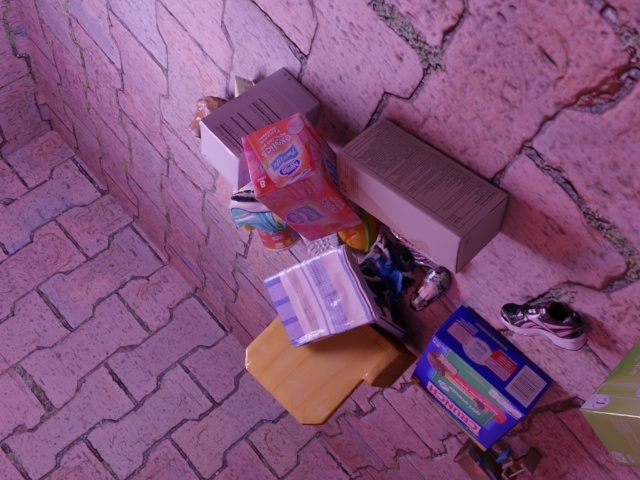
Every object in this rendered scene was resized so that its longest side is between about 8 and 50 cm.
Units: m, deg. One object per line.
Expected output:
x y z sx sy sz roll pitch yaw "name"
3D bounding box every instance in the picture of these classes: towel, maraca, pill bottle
-0.002 0.145 1.678 0.285 0.034 0.209 -24 92 34 "towel"
0.080 -0.053 1.625 0.127 0.099 0.186 93 156 -44 "maraca"
-0.141 -0.082 1.942 0.121 0.121 0.216 26 147 44 "pill bottle"

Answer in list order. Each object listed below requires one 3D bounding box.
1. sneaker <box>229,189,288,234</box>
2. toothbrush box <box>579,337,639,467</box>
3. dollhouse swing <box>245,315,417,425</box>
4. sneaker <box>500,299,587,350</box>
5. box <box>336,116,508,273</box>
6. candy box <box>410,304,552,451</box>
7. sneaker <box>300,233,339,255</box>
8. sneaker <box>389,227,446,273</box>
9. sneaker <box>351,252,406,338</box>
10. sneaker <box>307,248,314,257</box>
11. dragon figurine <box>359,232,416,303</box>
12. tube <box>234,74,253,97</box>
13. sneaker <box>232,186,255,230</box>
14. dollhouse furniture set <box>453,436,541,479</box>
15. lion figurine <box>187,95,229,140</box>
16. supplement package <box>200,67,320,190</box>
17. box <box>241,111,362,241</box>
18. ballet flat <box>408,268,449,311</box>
-0.111 -0.072 1.819 0.275 0.107 0.110 6 121 15 "sneaker"
0.579 0.245 1.016 0.122 0.206 0.283 55 157 -8 "toothbrush box"
0.021 0.321 1.870 0.347 0.305 0.315 39 -177 24 "dollhouse swing"
0.439 0.146 1.321 0.178 0.072 0.077 14 126 43 "sneaker"
0.190 -0.092 1.305 0.311 0.148 0.121 39 155 28 "box"
0.373 0.341 1.634 0.268 0.122 0.317 42 156 19 "candy box"
0.000 0.000 1.826 0.235 0.090 0.095 57 173 52 "sneaker"
0.222 0.019 1.508 0.170 0.063 0.075 35 146 23 "sneaker"
0.145 0.148 1.785 0.321 0.127 0.126 38 173 -37 "sneaker"
0.003 0.052 1.972 0.070 0.051 0.134 39 157 22 "sneaker"
0.179 0.063 1.599 0.144 0.085 0.289 36 160 5 "dragon figurine"
-0.178 -0.279 1.650 0.070 0.062 0.240 -176 81 -69 "tube"
-0.222 -0.094 2.126 0.094 0.081 0.208 35 152 27 "sneaker"
0.483 0.571 1.809 0.129 0.129 0.184 48 132 7 "dollhouse furniture set"
-0.167 -0.251 1.769 0.392 0.142 0.240 15 131 33 "lion figurine"
-0.138 -0.253 1.532 0.134 0.244 0.139 45 156 14 "supplement package"
-0.031 -0.125 1.455 0.300 0.142 0.154 39 -147 -63 "box"
0.255 0.124 1.604 0.070 0.070 0.188 44 156 15 "ballet flat"
